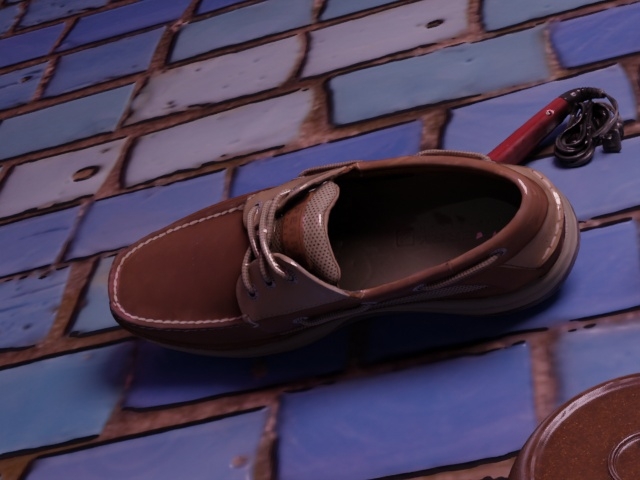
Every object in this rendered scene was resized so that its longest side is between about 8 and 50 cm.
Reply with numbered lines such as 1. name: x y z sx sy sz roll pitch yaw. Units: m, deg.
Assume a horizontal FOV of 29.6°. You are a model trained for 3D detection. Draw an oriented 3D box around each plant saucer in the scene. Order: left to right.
1. plant saucer: 0.174 0.123 0.631 0.169 0.029 0.168 -16 33 11

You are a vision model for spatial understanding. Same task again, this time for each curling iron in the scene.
1. curling iron: 0.119 -0.036 0.887 0.274 0.035 0.068 -34 35 -18

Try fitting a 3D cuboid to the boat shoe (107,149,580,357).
1. boat shoe: 0.000 0.000 0.794 0.325 0.116 0.123 -13 70 16
